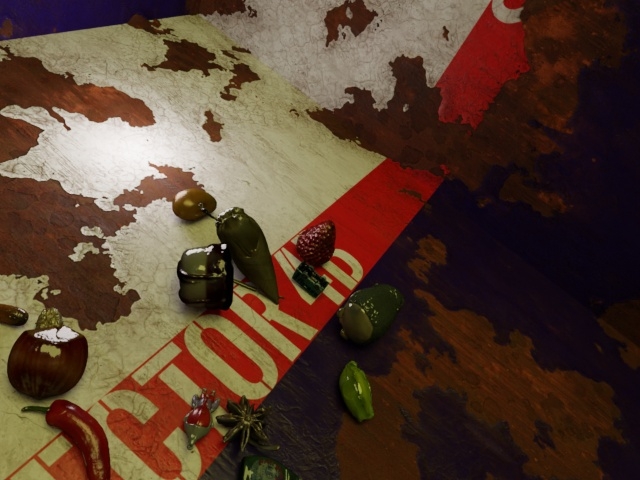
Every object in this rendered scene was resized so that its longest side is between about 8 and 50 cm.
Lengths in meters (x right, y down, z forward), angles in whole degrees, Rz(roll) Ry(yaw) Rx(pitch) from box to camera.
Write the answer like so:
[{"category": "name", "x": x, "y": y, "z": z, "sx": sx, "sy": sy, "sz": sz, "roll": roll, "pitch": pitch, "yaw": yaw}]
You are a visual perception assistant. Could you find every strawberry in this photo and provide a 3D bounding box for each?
[{"category": "strawberry", "x": 0.000, "y": 0.000, "z": 2.230, "sx": 0.205, "sy": 0.244, "sz": 0.205, "roll": 18, "pitch": 44, "yaw": -19}]

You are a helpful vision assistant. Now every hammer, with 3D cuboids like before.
[{"category": "hammer", "x": -0.368, "y": 0.177, "z": 2.008, "sx": 0.199, "sy": 0.013, "sz": 0.062, "roll": 24, "pitch": 42, "yaw": -9}]

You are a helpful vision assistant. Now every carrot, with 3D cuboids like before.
[{"category": "carrot", "x": -1.044, "y": 0.229, "z": 1.512, "sx": 0.186, "sy": 0.060, "sz": 0.060, "roll": 19, "pitch": 43, "yaw": -9}]

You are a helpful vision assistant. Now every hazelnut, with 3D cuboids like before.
[{"category": "hazelnut", "x": -0.834, "y": 0.371, "z": 1.433, "sx": 0.212, "sy": 0.181, "sz": 0.181, "roll": 14, "pitch": 17, "yaw": -28}]

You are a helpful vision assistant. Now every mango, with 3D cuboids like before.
[{"category": "mango", "x": -0.578, "y": -0.169, "z": 2.138, "sx": 0.151, "sy": 0.120, "sz": 0.221, "roll": 45, "pitch": 36, "yaw": 10}]

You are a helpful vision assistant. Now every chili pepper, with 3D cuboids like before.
[{"category": "chili pepper", "x": -0.706, "y": 0.581, "z": 1.358, "sx": 0.368, "sy": 0.092, "sz": 0.137, "roll": 43, "pitch": 53, "yaw": 16}]

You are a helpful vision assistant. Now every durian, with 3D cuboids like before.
[{"category": "durian", "x": 0.138, "y": 0.591, "z": 1.858, "sx": 0.139, "sy": 0.101, "sz": 0.250, "roll": 40, "pitch": 24, "yaw": -51}]

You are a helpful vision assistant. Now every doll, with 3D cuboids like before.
[{"category": "doll", "x": 0.222, "y": 0.312, "z": 2.086, "sx": 0.349, "sy": 0.247, "sz": 0.247, "roll": -28, "pitch": 68, "yaw": -41}, {"category": "doll", "x": -0.398, "y": 0.588, "z": 1.545, "sx": 0.102, "sy": 0.075, "sz": 0.227, "roll": 10, "pitch": 34, "yaw": -4}]

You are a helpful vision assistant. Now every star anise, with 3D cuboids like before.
[{"category": "star anise", "x": -0.245, "y": 0.632, "z": 1.585, "sx": 0.209, "sy": 0.089, "sz": 0.231, "roll": -10, "pitch": 53, "yaw": -36}]

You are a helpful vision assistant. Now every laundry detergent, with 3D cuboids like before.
[{"category": "laundry detergent", "x": -0.160, "y": 0.781, "z": 1.516, "sx": 0.211, "sy": 0.063, "sz": 0.137, "roll": 20, "pitch": 45, "yaw": -17}]

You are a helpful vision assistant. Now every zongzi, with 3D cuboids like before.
[{"category": "zongzi", "x": -0.296, "y": 0.042, "z": 1.909, "sx": 0.181, "sy": 0.447, "sz": 0.418, "roll": -30, "pitch": 72, "yaw": -5}]

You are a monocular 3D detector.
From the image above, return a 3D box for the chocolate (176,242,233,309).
[{"category": "chocolate", "x": -0.459, "y": 0.147, "z": 1.805, "sx": 0.186, "sy": 0.283, "sz": 0.283, "roll": -4, "pitch": 53, "yaw": -28}]

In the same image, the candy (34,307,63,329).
[{"category": "candy", "x": -0.890, "y": 0.272, "z": 1.533, "sx": 0.085, "sy": 0.110, "sz": 0.095, "roll": 0, "pitch": 66, "yaw": -32}]

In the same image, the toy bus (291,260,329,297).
[{"category": "toy bus", "x": -0.051, "y": 0.180, "z": 2.141, "sx": 0.160, "sy": 0.092, "sz": 0.079, "roll": 41, "pitch": 40, "yaw": 1}]
